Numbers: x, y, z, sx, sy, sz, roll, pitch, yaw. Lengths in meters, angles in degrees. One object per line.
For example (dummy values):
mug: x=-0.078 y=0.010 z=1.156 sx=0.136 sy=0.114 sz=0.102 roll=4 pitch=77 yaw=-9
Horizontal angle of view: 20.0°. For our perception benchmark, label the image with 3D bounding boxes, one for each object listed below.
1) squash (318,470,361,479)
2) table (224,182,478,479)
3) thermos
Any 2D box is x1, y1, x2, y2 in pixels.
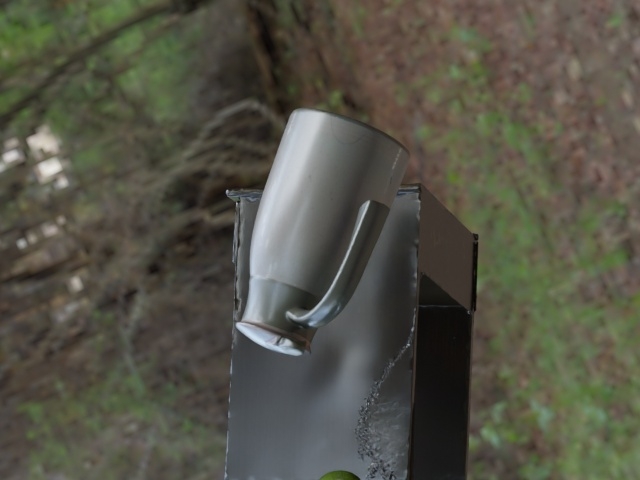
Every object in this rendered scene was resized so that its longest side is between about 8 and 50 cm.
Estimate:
squash: x=0.031 y=0.231 z=1.415 sx=0.052 sy=0.052 sz=0.183 roll=67 pitch=172 yaw=-25
table: x=0.032 y=0.108 z=1.782 sx=0.250 sy=0.196 sz=0.282 roll=34 pitch=-123 yaw=-70
thermos: x=0.000 y=0.000 z=1.459 sx=0.105 sy=0.193 sz=0.137 roll=29 pitch=166 yaw=-30
